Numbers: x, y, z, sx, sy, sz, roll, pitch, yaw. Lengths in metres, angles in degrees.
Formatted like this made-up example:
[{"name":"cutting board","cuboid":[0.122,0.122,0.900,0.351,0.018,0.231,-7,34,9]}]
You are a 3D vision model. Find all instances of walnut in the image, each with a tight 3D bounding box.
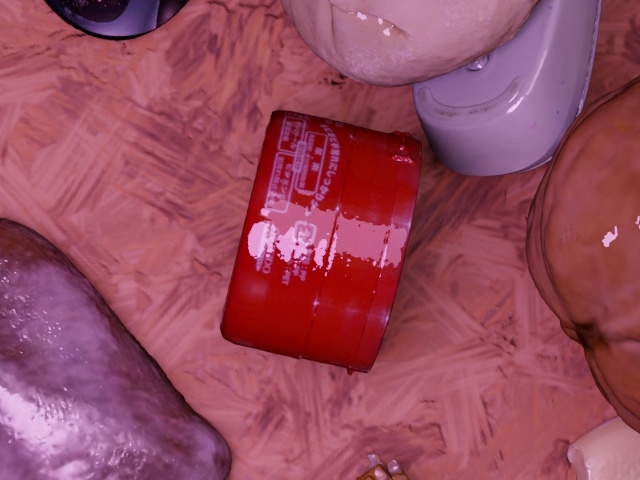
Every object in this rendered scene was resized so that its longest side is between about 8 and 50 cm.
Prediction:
[{"name":"walnut","cuboid":[0.335,-0.007,1.423,0.344,0.306,0.306,-31,85,-13]}]

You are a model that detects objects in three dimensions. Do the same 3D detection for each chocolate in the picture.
[{"name":"chocolate","cuboid":[-0.218,0.123,1.465,0.185,0.100,0.303,-42,89,-13]}]

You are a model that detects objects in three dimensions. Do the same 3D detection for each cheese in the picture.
[{"name":"cheese","cuboid":[0.306,0.163,1.523,0.255,0.050,0.127,-37,84,-11]}]

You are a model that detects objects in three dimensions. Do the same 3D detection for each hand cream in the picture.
[{"name":"hand cream","cuboid":[0.000,0.000,1.452,0.125,0.193,0.193,14,80,-1]}]

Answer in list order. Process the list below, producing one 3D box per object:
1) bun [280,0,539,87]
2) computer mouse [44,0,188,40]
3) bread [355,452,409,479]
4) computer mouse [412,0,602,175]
[{"name":"bun","cuboid":[0.057,-0.247,1.478,0.160,0.259,0.259,24,76,-42]},{"name":"computer mouse","cuboid":[-0.136,-0.271,1.531,0.137,0.096,0.233,39,81,3]},{"name":"bread","cuboid":[0.018,0.255,1.440,0.152,0.147,0.127,-24,96,-2]},{"name":"computer mouse","cuboid":[0.164,-0.187,1.532,0.097,0.159,0.288,28,67,-42]}]
